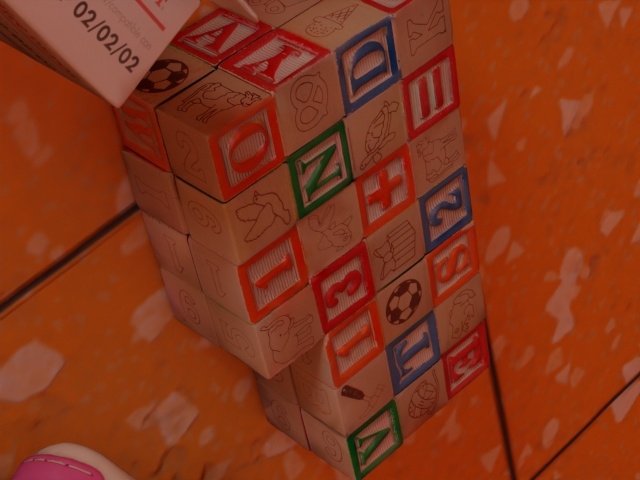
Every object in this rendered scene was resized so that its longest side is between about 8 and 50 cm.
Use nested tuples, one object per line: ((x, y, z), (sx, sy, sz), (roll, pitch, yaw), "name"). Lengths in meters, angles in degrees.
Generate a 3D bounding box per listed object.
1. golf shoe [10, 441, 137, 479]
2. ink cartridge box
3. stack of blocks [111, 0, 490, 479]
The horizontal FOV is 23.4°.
((-0.084, 0.191, 0.932), (0.306, 0.115, 0.140), (59, 42, -44), "golf shoe")
((-0.121, -0.119, 0.616), (0.061, 0.181, 0.104), (-54, 141, -8), "ink cartridge box")
((0.000, 0.000, 0.897), (0.171, 0.087, 0.297), (-37, 136, -26), "stack of blocks")
